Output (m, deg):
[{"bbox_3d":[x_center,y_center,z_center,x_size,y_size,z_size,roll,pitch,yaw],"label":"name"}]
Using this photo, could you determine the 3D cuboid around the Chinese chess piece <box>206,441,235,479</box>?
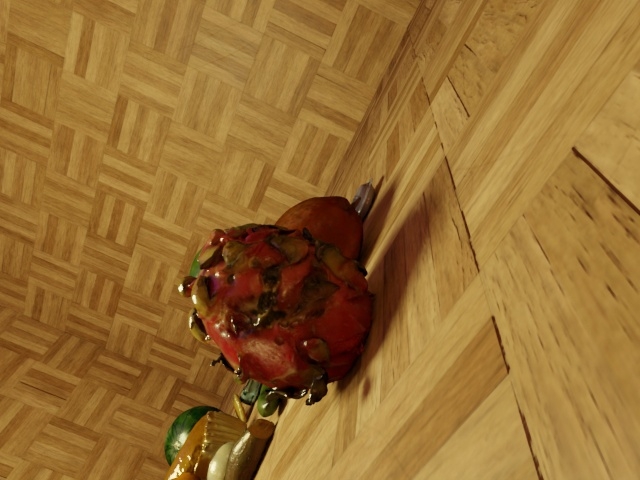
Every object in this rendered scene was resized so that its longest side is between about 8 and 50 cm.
[{"bbox_3d":[-0.220,0.551,1.187,0.122,0.051,0.122,-33,-52,-57],"label":"Chinese chess piece"}]

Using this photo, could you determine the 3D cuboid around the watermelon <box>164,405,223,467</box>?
[{"bbox_3d":[-0.412,0.694,1.693,0.242,0.243,0.242,-156,90,-85],"label":"watermelon"}]

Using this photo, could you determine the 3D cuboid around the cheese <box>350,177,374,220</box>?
[{"bbox_3d":[0.090,-0.067,1.223,0.105,0.042,0.190,-102,37,-83],"label":"cheese"}]

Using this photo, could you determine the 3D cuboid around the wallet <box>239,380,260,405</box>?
[{"bbox_3d":[-0.223,0.478,1.759,0.141,0.059,0.202,111,-178,-55],"label":"wallet"}]

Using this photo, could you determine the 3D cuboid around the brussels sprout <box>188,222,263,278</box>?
[{"bbox_3d":[-0.199,0.072,1.163,0.244,0.244,0.244,-156,90,-85],"label":"brussels sprout"}]

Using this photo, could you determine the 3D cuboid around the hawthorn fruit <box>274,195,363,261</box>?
[{"bbox_3d":[0.000,0.000,1.045,0.262,0.211,0.210,-54,5,-3],"label":"hawthorn fruit"}]

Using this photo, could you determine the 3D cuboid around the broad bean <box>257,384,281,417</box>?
[{"bbox_3d":[-0.126,0.388,1.262,0.318,0.056,0.098,115,172,-80],"label":"broad bean"}]

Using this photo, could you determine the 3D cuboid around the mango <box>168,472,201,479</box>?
[{"bbox_3d":[-0.328,0.728,1.115,0.201,0.199,0.349,75,-165,-51],"label":"mango"}]

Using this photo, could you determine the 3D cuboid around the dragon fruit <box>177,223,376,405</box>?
[{"bbox_3d":[-0.075,0.104,0.769,0.250,0.291,0.269,-44,23,62],"label":"dragon fruit"}]

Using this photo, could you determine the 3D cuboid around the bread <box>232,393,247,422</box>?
[{"bbox_3d":[-0.283,0.588,1.715,0.110,0.025,0.110,51,152,42],"label":"bread"}]

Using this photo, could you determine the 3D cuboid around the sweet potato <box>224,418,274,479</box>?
[{"bbox_3d":[-0.183,0.516,1.119,0.243,0.077,0.077,-63,5,0],"label":"sweet potato"}]

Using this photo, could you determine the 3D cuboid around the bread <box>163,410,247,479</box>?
[{"bbox_3d":[-0.349,0.685,1.407,0.236,0.183,0.388,120,173,-64],"label":"bread"}]
